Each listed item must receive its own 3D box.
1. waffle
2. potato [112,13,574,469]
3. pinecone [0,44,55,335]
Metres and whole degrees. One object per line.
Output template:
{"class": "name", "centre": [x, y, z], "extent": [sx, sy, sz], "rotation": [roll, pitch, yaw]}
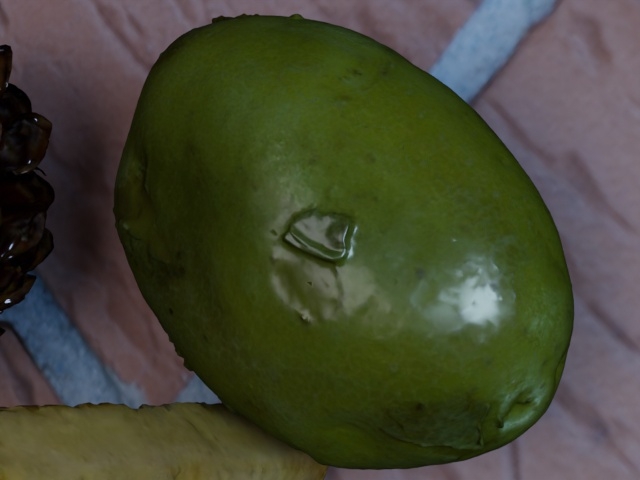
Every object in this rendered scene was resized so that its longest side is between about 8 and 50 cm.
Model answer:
{"class": "waffle", "centre": [-0.124, 0.172, 0.581], "extent": [0.055, 0.248, 0.221], "rotation": [44, 111, 30]}
{"class": "potato", "centre": [0.000, 0.000, 0.571], "extent": [0.253, 0.148, 0.186], "rotation": [32, 102, 34]}
{"class": "pinecone", "centre": [-0.260, -0.013, 0.727], "extent": [0.221, 0.221, 0.222], "rotation": [-4, 83, 35]}
